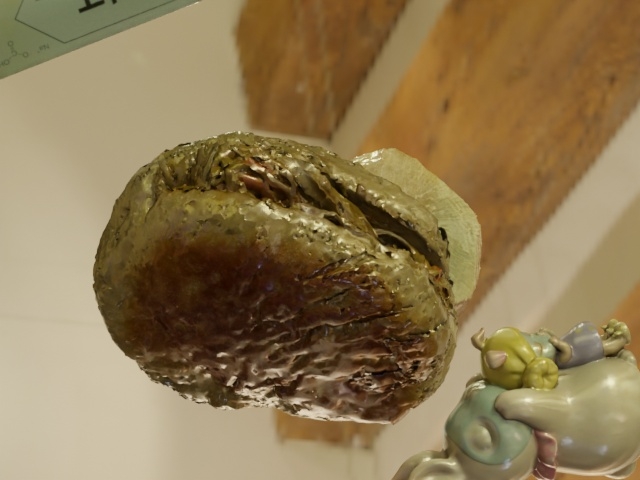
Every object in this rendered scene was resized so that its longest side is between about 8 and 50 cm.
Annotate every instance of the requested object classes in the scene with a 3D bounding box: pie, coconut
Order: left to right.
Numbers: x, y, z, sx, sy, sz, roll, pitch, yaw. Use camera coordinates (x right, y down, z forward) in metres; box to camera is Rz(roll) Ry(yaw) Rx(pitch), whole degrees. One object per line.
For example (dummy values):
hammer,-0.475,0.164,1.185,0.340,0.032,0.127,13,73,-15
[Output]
pie,-0.020,0.031,0.872,0.079,0.194,0.163,-82,-166,-52
coconut,0.046,0.016,1.441,0.194,0.194,0.194,-173,-90,-70

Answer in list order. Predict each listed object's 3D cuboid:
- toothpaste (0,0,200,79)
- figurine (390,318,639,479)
toothpaste,-0.107,-0.146,0.859,0.089,0.313,0.071,-128,-161,-54
figurine,0.178,0.162,1.579,0.127,0.236,0.155,-129,-147,-64
